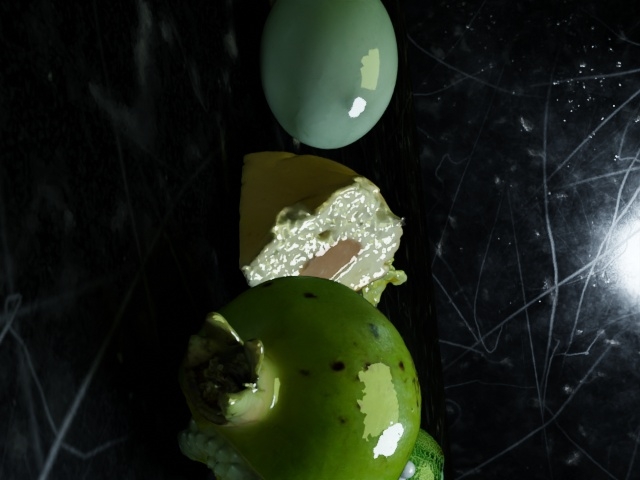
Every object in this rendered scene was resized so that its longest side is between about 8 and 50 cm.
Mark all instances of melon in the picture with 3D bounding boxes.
[{"bbox_3d":[0.136,0.424,1.678,0.129,0.169,0.265,62,24,-56],"label":"melon"}]

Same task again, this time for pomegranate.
[{"bbox_3d":[-0.032,0.154,0.921,0.340,0.260,0.260,47,39,-65],"label":"pomegranate"}]

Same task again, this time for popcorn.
[{"bbox_3d":[0.072,0.053,1.688,0.141,0.162,0.135,-68,-165,-16],"label":"popcorn"}]

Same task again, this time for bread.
[{"bbox_3d":[0.005,0.006,1.183,0.224,0.211,0.183,-86,172,-55],"label":"bread"}]

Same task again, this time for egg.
[{"bbox_3d":[0.012,-0.265,1.342,0.203,0.203,0.282,62,29,-59],"label":"egg"}]

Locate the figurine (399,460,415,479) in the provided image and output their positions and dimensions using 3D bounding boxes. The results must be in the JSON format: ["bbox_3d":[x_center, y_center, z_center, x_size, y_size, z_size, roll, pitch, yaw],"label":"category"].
[{"bbox_3d":[0.071,0.503,1.385,0.281,0.167,0.370,-14,107,-73],"label":"figurine"}]

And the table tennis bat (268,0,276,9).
[{"bbox_3d":[-0.067,-0.376,1.474,0.087,0.013,0.156,-70,151,-64],"label":"table tennis bat"}]

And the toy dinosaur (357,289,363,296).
[{"bbox_3d":[-0.002,0.129,1.542,0.179,0.087,0.187,-48,-163,56],"label":"toy dinosaur"}]

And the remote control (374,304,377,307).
[{"bbox_3d":[0.081,0.115,1.864,0.233,0.038,0.098,-35,118,-74],"label":"remote control"}]
